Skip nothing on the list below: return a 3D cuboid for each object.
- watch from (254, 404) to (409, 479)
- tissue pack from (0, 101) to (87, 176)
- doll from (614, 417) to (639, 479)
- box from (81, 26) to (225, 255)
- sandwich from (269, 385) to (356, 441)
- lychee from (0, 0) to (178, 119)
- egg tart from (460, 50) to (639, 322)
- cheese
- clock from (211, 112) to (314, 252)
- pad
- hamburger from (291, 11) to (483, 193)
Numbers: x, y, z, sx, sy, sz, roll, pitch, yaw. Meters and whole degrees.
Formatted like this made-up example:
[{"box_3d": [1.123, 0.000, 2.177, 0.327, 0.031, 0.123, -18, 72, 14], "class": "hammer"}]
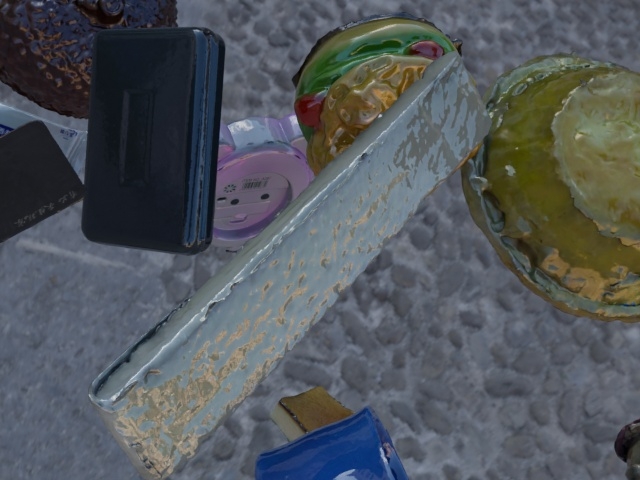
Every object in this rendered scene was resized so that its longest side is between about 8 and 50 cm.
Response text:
[{"box_3d": [0.042, 0.229, 0.688, 0.171, 0.196, 0.200, -20, 57, -7], "class": "watch"}, {"box_3d": [-0.443, -0.138, 1.383, 0.193, 0.026, 0.123, 19, 64, -12], "class": "tissue pack"}, {"box_3d": [0.590, 0.413, 1.624, 0.196, 0.152, 0.256, 63, 37, -29], "class": "doll"}, {"box_3d": [-0.174, -0.104, 0.979, 0.050, 0.160, 0.230, -2, 97, -59], "class": "box"}, {"box_3d": [0.017, 0.371, 1.803, 0.162, 0.058, 0.193, -8, 50, -51], "class": "sandwich"}, {"box_3d": [-0.318, -0.286, 1.251, 0.260, 0.260, 0.261, 11, 57, -18], "class": "lychee"}, {"box_3d": [0.371, -0.088, 1.210, 0.387, 0.169, 0.388, 4, 72, -13], "class": "egg tart"}, {"box_3d": [0.002, 0.001, 0.663, 0.400, 0.034, 0.085, -44, 121, -30], "class": "cheese"}, {"box_3d": [-0.117, -0.087, 1.408, 0.227, 0.248, 0.090, -9, 57, -25], "class": "clock"}, {"box_3d": [-0.285, -0.033, 0.798, 0.157, 0.112, 0.003, -30, 57, -8], "class": "pad"}, {"box_3d": [0.080, -0.136, 1.104, 0.237, 0.237, 0.149, 6, 44, -21], "class": "hamburger"}]
